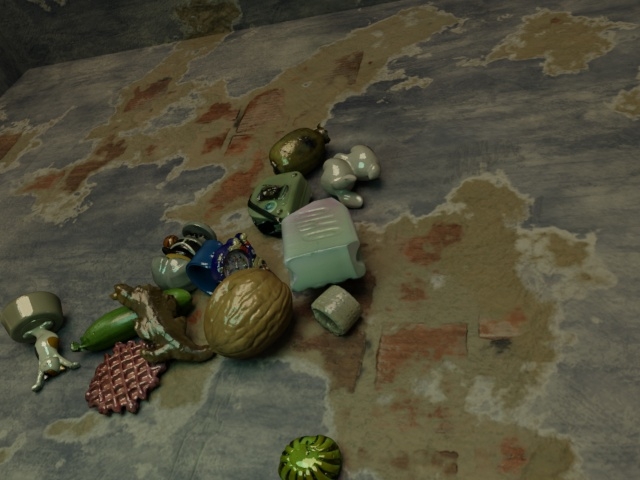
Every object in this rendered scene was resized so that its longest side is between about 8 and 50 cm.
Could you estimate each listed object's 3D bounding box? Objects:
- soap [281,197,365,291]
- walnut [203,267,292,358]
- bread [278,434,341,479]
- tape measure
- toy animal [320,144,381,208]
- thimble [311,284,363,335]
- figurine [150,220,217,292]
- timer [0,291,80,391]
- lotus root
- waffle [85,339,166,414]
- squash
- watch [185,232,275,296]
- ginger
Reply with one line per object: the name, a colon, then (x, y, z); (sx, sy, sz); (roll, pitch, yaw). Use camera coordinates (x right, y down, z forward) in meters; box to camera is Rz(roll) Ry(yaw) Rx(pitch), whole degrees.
soap: (0.000, 0.000, 1.690); (0.208, 0.115, 0.347); (-12, 26, 1)
walnut: (-0.193, 0.193, 1.569); (0.225, 0.225, 0.261); (28, 66, 40)
bread: (-0.025, 0.483, 1.301); (0.139, 0.071, 0.130); (7, 53, 28)
tape measure: (-0.147, -0.109, 1.923); (0.207, 0.115, 0.235); (-7, 49, 25)
toy animal: (0.104, -0.214, 1.934); (0.193, 0.128, 0.178); (-40, 47, -23)
thimble: (0.042, 0.183, 1.561); (0.115, 0.102, 0.090); (24, 60, 40)
figurine: (-0.437, 0.057, 1.866); (0.175, 0.133, 0.236); (3, 45, 19)
timer: (-0.829, 0.305, 1.785); (0.175, 0.175, 0.266); (-31, 61, -11)
lotus root: (-0.059, -0.319, 2.094); (0.278, 0.154, 0.154); (-37, 44, -21)
waffle: (-0.534, 0.372, 1.635); (0.221, 0.055, 0.234); (6, 49, 26)
squash: (-0.555, 0.235, 1.754); (0.378, 0.101, 0.101); (-25, 42, -2)
watch: (-0.281, 0.089, 1.749); (0.200, 0.196, 0.171); (-11, 28, 43)
ginger: (-0.451, 0.233, 1.653); (0.166, 0.080, 0.333); (-35, 75, -19)
